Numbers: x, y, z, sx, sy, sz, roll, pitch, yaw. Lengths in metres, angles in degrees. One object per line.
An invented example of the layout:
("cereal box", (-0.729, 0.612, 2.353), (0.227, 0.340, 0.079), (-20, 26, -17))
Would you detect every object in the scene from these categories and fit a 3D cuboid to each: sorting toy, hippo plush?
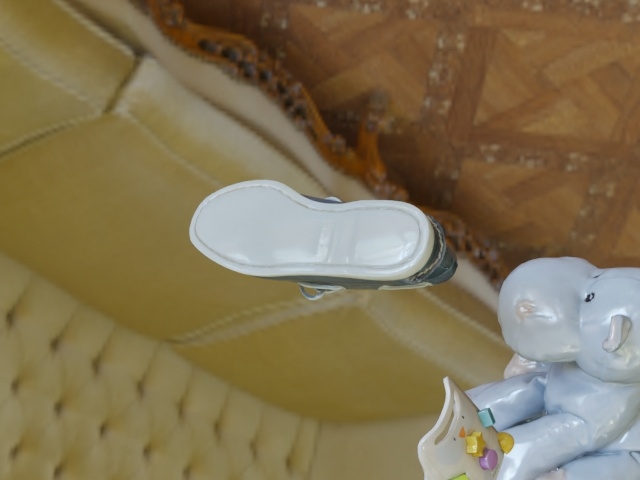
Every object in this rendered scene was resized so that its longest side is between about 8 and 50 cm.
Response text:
("sorting toy", (0.083, 0.125, 0.819), (0.045, 0.083, 0.075), (4, 144, 33))
("hippo plush", (0.266, 0.146, 1.295), (0.294, 0.234, 0.236), (15, 137, 24))

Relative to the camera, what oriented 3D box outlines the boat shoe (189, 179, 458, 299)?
("boat shoe", (0.000, 0.000, 1.162), (0.255, 0.095, 0.079), (1, 159, 32))
